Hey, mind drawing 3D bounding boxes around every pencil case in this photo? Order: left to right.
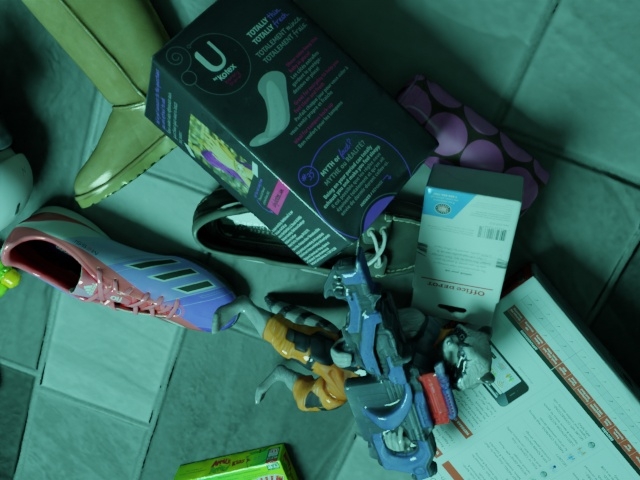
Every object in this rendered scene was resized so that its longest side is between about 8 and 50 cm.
[{"bbox_3d":[0.165,-0.103,0.809,0.209,0.098,0.095,38,71,-8],"label":"pencil case"}]

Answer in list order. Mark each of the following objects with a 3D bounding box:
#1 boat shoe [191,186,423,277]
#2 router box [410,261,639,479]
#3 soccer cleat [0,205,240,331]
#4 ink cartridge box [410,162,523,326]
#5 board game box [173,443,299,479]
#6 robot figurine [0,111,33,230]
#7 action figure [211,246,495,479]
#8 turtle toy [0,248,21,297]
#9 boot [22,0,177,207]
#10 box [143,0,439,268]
[{"bbox_3d":[0.000,0.000,0.861,0.334,0.095,0.112,7,112,4],"label":"boat shoe"},{"bbox_3d":[0.267,0.251,0.898,0.301,0.082,0.335,-40,89,19],"label":"router box"},{"bbox_3d":[-0.263,0.057,0.903,0.318,0.116,0.109,25,112,-3],"label":"soccer cleat"},{"bbox_3d":[0.167,0.008,0.791,0.104,0.060,0.180,10,126,10],"label":"ink cartridge box"},{"bbox_3d":[-0.129,0.385,1.059,0.181,0.043,0.092,-16,109,12],"label":"board game box"},{"bbox_3d":[-0.484,-0.122,0.824,0.173,0.209,0.278,-39,106,-21],"label":"robot figurine"},{"bbox_3d":[0.044,0.113,0.813,0.330,0.179,0.342,3,127,20],"label":"action figure"},{"bbox_3d":[-0.487,0.062,0.948,0.095,0.066,0.130,41,77,-9],"label":"turtle toy"},{"bbox_3d":[-0.278,-0.208,0.820,0.236,0.089,0.270,-36,105,5],"label":"boot"},{"bbox_3d":[-0.037,-0.124,0.742,0.270,0.143,0.165,43,69,-4],"label":"box"}]
